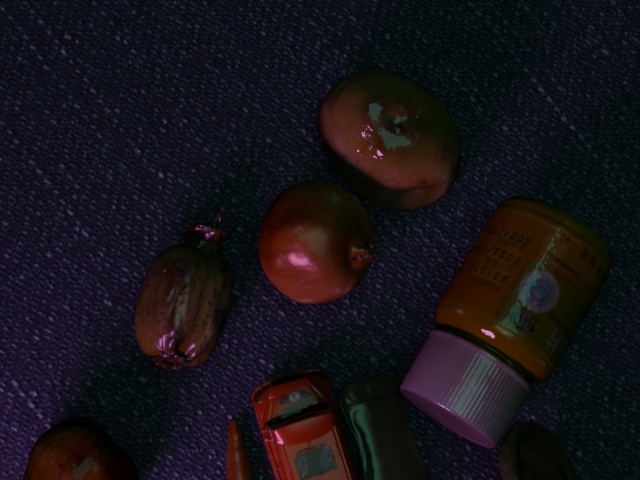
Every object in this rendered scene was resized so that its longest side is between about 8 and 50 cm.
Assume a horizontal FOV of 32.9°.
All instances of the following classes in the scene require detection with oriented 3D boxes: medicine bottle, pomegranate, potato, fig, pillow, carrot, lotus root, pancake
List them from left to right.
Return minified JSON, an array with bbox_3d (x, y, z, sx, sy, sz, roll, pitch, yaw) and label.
[{"bbox_3d":[-0.439,0.398,1.734,0.290,0.190,0.191,-23,82,3],"label":"fig"},{"bbox_3d":[-0.223,0.081,1.826,0.154,0.154,0.278,14,79,-2],"label":"lotus root"},{"bbox_3d":[-0.122,0.462,1.800,0.069,0.069,0.336,-11,78,-7],"label":"carrot"},{"bbox_3d":[-0.006,0.000,1.830,0.209,0.209,0.209,1,79,-5],"label":"pomegranate"},{"bbox_3d":[0.112,0.340,1.845,0.130,0.033,0.218,-13,80,-31],"label":"pillow"},{"bbox_3d":[0.120,-0.185,1.871,0.242,0.242,0.285,-37,87,-10],"label":"potato"},{"bbox_3d":[0.308,0.136,1.815,0.224,0.224,0.384,33,78,2],"label":"medicine bottle"},{"bbox_3d":[0.370,0.398,1.783,0.042,0.236,0.223,-30,58,32],"label":"pancake"}]

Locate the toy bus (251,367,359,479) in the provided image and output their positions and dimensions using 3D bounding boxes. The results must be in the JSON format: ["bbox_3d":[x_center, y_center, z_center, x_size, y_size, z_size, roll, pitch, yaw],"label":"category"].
[{"bbox_3d":[-0.008,0.376,1.780,0.143,0.153,0.329,-16,81,-6],"label":"toy bus"}]
